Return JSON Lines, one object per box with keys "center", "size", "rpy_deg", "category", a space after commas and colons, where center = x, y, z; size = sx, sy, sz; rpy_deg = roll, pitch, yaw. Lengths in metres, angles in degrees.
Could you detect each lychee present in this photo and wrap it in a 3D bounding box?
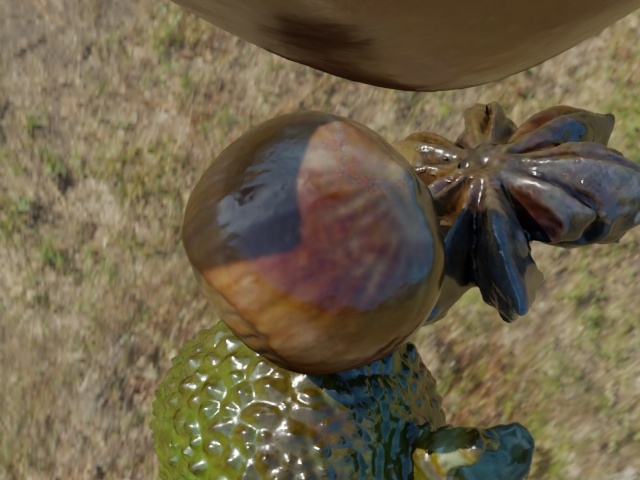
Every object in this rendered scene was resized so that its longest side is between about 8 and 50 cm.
{"center": [-0.001, 0.185, 1.354], "size": [0.270, 0.270, 0.320], "rpy_deg": [-35, 48, -21], "category": "lychee"}

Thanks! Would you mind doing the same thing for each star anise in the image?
{"center": [0.159, -0.029, 1.334], "size": [0.315, 0.108, 0.315], "rpy_deg": [-8, 38, 6], "category": "star anise"}

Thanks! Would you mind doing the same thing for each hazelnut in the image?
{"center": [0.000, 0.000, 1.179], "size": [0.214, 0.214, 0.176], "rpy_deg": [26, 39, 1], "category": "hazelnut"}

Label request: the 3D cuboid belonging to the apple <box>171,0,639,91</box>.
{"center": [0.029, -0.195, 0.524], "size": [0.317, 0.288, 0.288], "rpy_deg": [-1, 60, -57], "category": "apple"}
